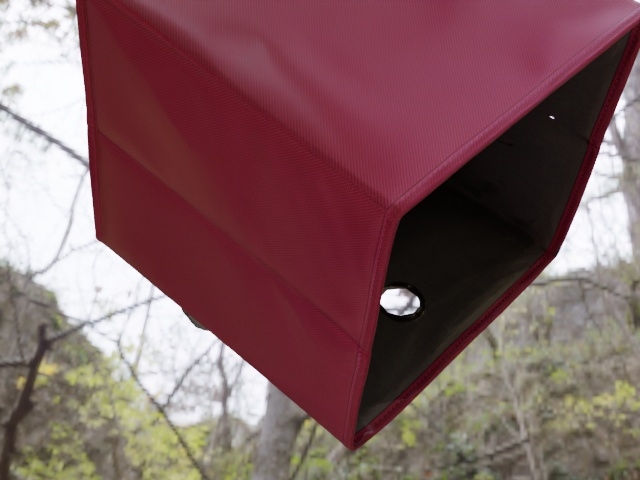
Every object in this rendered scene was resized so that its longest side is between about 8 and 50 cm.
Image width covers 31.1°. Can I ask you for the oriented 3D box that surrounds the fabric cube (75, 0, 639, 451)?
[{"bbox_3d":[0.018,-0.069,0.780,0.258,0.254,0.259,36,-34,22],"label":"fabric cube"}]

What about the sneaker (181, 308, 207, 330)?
[{"bbox_3d":[0.000,0.000,0.967,0.271,0.100,0.108,-16,-39,-19],"label":"sneaker"}]
